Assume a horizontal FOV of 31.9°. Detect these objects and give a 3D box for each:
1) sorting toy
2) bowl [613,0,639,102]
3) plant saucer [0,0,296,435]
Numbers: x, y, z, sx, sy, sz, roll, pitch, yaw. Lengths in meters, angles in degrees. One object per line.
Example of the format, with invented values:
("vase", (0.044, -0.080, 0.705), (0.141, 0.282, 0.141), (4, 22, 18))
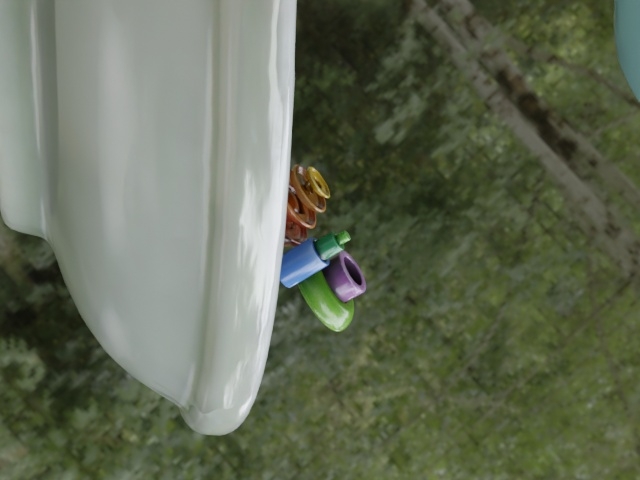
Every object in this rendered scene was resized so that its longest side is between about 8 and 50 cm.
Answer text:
("sorting toy", (0.000, 0.000, 0.600), (0.042, 0.102, 0.061), (-30, -166, 18))
("bowl", (0.280, -0.123, 0.576), (0.311, 0.311, 0.163), (-39, 155, -35))
("plant saucer", (-0.096, -0.111, 0.505), (0.100, 0.400, 0.400), (-3, 163, -13))
